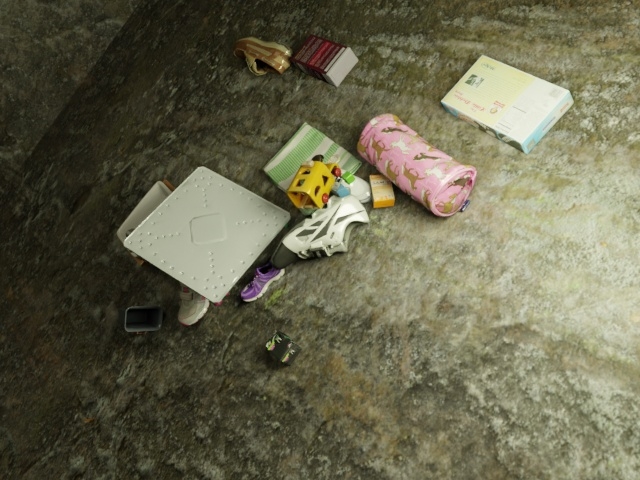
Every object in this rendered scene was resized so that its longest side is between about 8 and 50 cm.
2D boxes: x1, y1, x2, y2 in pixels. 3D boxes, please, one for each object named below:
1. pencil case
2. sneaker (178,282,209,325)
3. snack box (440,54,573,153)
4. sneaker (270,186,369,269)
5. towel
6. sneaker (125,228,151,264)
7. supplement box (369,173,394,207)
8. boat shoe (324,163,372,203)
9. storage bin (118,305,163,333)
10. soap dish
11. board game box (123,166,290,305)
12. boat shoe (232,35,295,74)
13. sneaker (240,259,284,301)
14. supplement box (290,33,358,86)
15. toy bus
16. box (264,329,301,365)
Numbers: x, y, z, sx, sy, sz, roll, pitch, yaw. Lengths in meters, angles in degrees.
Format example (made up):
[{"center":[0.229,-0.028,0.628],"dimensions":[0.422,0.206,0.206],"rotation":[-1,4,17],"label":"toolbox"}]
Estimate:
[{"center":[0.266,-0.223,1.684],"dimensions":[0.386,0.167,0.160],"rotation":[45,116,41],"label":"pencil case"},{"center":[-0.430,0.157,1.979],"dimensions":[0.103,0.111,0.252],"rotation":[-3,63,33],"label":"sneaker"},{"center":[0.515,-0.390,1.671],"dimensions":[0.187,0.060,0.322],"rotation":[-48,48,2],"label":"snack box"},{"center":[0.000,0.000,1.755],"dimensions":[0.330,0.122,0.146],"rotation":[-40,75,9],"label":"sneaker"},{"center":[-0.041,-0.245,1.993],"dimensions":[0.248,0.038,0.325],"rotation":[-47,48,2],"label":"towel"},{"center":[-0.554,0.034,2.095],"dimensions":[0.281,0.105,0.115],"rotation":[31,60,0],"label":"sneaker"},{"center":[0.182,-0.148,1.764],"dimensions":[0.062,0.036,0.098],"rotation":[-6,57,-1],"label":"supplement box"},{"center":[0.057,-0.178,1.830],"dimensions":[0.226,0.076,0.083],"rotation":[22,81,27],"label":"boat shoe"},{"center":[-0.627,0.270,2.046],"dimensions":[0.091,0.135,0.098],"rotation":[5,91,49],"label":"storage bin"},{"center":[-0.611,-0.062,2.232],"dimensions":[0.291,0.118,0.229],"rotation":[-51,48,-1],"label":"soap dish"},{"center":[-0.358,-0.024,1.911],"dimensions":[0.390,0.050,0.390],"rotation":[29,61,19],"label":"board game box"},{"center":[-0.244,-0.728,2.364],"dimensions":[0.324,0.122,0.120],"rotation":[20,80,42],"label":"boat shoe"},{"center":[-0.194,0.119,1.864],"dimensions":[0.170,0.071,0.068],"rotation":[-45,48,6],"label":"sneaker"},{"center":[0.011,-0.662,2.176],"dimensions":[0.130,0.073,0.239],"rotation":[-51,48,-2],"label":"supplement box"},{"center":[-0.018,-0.187,1.732],"dimensions":[0.191,0.104,0.202],"rotation":[-33,42,5],"label":"toy bus"},{"center":[-0.107,0.307,1.705],"dimensions":[0.083,0.052,0.062],"rotation":[34,87,41],"label":"box"}]
